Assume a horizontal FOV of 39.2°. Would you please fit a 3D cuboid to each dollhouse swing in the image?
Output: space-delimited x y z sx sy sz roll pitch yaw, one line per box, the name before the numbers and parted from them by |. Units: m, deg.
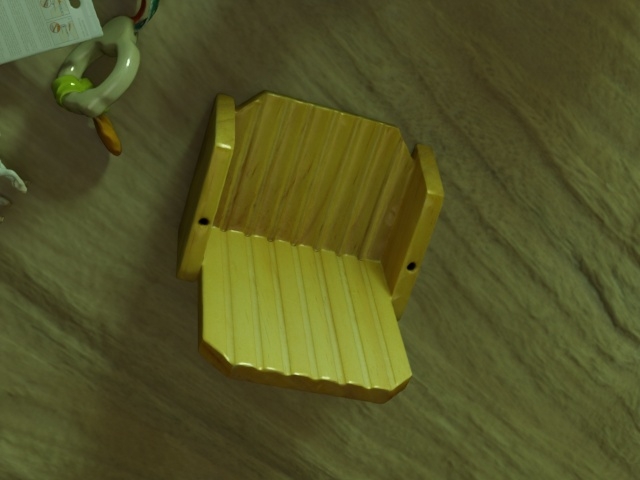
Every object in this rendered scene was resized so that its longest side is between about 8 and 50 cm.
dollhouse swing | 0.000 0.000 1.241 0.346 0.305 0.315 13 108 -16

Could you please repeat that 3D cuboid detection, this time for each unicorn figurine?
unicorn figurine | -0.458 -0.093 1.231 0.111 0.060 0.162 36 99 -23

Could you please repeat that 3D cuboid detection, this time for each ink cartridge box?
ink cartridge box | -0.387 -0.313 1.159 0.179 0.045 0.146 -16 114 -1

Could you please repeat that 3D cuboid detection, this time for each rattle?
rattle | -0.255 -0.232 1.220 0.142 0.130 0.200 42 71 -35
